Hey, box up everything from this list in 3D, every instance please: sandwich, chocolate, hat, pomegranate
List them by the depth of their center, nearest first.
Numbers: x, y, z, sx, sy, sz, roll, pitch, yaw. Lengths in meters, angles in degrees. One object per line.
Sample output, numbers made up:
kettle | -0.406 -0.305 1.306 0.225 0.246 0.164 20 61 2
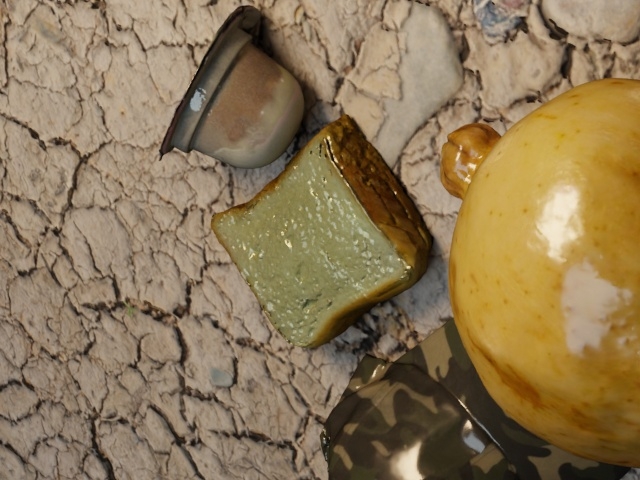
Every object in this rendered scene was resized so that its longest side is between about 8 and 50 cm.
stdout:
pomegranate | 0.279 0.014 1.276 0.410 0.410 0.410 14 116 31
hat | 0.174 0.262 1.560 0.366 0.257 0.381 47 148 9
chocolate | -0.093 -0.169 1.610 0.147 0.221 0.221 24 126 -7
sandwich | 0.000 0.000 1.643 0.251 0.087 0.226 -38 86 39
